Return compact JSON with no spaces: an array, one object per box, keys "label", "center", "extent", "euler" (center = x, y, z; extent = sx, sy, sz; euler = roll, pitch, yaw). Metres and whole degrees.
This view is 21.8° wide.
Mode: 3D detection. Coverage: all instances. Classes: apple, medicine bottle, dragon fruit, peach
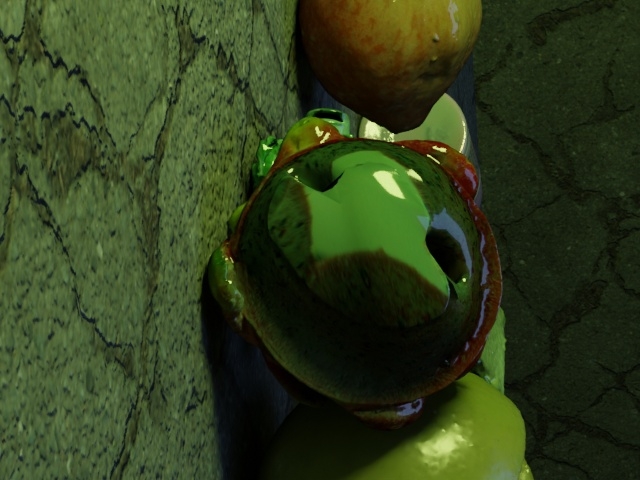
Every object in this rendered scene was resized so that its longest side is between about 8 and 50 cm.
[{"label":"apple","center":[0.083,0.256,1.605],"extent":[0.292,0.292,0.254],"euler":[76,32,-50]},{"label":"medicine bottle","center":[0.145,-0.105,2.341],"extent":[0.254,0.152,0.152],"euler":[59,32,-70]},{"label":"dragon fruit","center":[0.035,0.020,1.479],"extent":[0.130,0.268,0.295],"euler":[114,-49,-78]},{"label":"peach","center":[0.084,-0.230,1.863],"extent":[0.232,0.233,0.232],"euler":[-1,90,-79]}]

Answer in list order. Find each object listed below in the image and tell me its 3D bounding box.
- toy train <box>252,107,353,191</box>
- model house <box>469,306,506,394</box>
[{"label":"toy train","center":[0.000,0.000,1.648],"extent":[0.188,0.133,0.243],"euler":[81,10,-75]},{"label":"model house","center":[0.102,0.113,2.015],"extent":[0.189,0.214,0.195],"euler":[65,26,-42]}]
